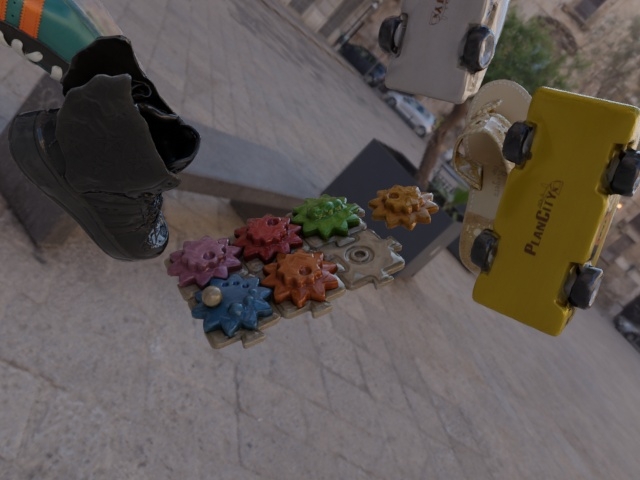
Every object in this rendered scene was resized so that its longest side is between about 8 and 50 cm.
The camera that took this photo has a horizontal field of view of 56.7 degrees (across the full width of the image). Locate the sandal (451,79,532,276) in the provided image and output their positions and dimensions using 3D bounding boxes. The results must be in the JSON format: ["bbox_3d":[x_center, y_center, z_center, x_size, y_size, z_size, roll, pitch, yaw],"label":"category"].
[{"bbox_3d":[0.178,-0.086,0.624,0.079,0.088,0.240,33,61,-51],"label":"sandal"}]

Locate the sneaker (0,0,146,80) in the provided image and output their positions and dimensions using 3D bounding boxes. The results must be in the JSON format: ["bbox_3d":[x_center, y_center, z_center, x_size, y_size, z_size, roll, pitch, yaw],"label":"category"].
[{"bbox_3d":[-0.281,-0.211,0.503,0.302,0.121,0.108,49,-12,-26],"label":"sneaker"}]

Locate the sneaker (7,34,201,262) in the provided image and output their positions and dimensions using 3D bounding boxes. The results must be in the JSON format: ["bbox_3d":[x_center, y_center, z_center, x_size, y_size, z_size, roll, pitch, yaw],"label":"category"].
[{"bbox_3d":[-0.105,-0.039,0.341,0.170,0.089,0.051,60,22,-59],"label":"sneaker"}]

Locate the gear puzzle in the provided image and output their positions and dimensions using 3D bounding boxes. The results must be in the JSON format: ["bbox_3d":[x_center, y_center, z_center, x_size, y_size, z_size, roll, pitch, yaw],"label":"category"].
[{"bbox_3d":[0.000,0.000,0.684,0.175,0.338,0.044,47,-30,43],"label":"gear puzzle"}]

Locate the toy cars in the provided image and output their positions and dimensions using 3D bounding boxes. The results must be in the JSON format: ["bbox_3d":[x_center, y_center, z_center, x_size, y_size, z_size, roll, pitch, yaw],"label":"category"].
[{"bbox_3d":[0.162,-0.121,0.504,0.087,0.176,0.394,-12,79,-51],"label":"toy cars"}]
